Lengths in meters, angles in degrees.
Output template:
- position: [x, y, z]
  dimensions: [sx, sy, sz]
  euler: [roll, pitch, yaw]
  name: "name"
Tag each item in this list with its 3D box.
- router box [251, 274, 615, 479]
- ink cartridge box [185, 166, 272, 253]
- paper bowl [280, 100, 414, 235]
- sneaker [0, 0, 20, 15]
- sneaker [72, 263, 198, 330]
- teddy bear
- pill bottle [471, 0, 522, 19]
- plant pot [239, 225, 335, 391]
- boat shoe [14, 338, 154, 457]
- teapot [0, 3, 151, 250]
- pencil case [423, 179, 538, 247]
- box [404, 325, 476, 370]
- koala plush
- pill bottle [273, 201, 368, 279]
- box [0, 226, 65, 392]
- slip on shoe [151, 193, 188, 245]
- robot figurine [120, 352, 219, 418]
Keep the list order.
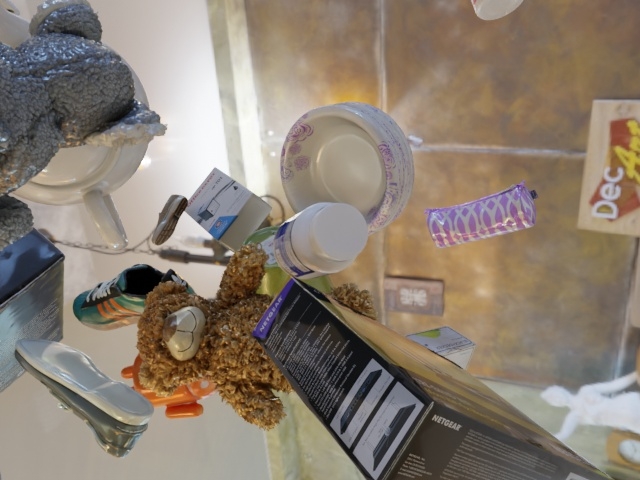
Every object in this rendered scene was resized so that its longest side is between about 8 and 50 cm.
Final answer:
- position: [0.110, 0.168, 0.562]
  dimensions: [0.309, 0.243, 0.081]
  euler: [31, -88, -35]
  name: "router box"
- position: [-0.227, -0.075, 1.340]
  dimensions: [0.139, 0.191, 0.082]
  euler: [-53, -42, -3]
  name: "ink cartridge box"
- position: [0.065, -0.150, 1.185]
  dimensions: [0.148, 0.285, 0.284]
  euler: [-28, -58, -51]
  name: "paper bowl"
- position: [-0.491, -0.238, 0.867]
  dimensions: [0.118, 0.110, 0.291]
  euler: [-28, -56, -38]
  name: "sneaker"
- position: [-0.378, 0.100, 1.095]
  dimensions: [0.108, 0.303, 0.121]
  euler: [-67, -35, -48]
  name: "sneaker"
- position: [-0.083, 0.135, 0.763]
  dimensions: [0.113, 0.338, 0.244]
  euler: [-141, 72, -84]
  name: "teddy bear"
- position: [0.359, -0.587, 1.200]
  dimensions: [0.108, 0.108, 0.193]
  euler: [30, -136, -67]
  name: "pill bottle"
- position: [-0.077, 0.123, 1.198]
  dimensions: [0.274, 0.275, 0.293]
  euler: [-62, -27, -46]
  name: "plant pot"
- position: [-0.444, 0.276, 1.004]
  dimensions: [0.098, 0.320, 0.116]
  euler: [-68, -21, 5]
  name: "boat shoe"
- position: [-0.331, -0.143, 0.708]
  dimensions: [0.256, 0.187, 0.252]
  euler: [20, -77, -28]
  name: "teapot"
- position: [0.309, -0.046, 1.074]
  dimensions: [0.088, 0.206, 0.086]
  euler: [58, -145, -20]
  name: "pencil case"
- position: [0.227, 0.346, 1.258]
  dimensions: [0.169, 0.087, 0.289]
  euler: [-5, -63, -40]
  name: "box"
- position: [-0.269, -0.127, 0.518]
  dimensions: [0.221, 0.203, 0.196]
  euler: [-29, -95, -33]
  name: "koala plush"
- position: [0.000, 0.000, 0.878]
  dimensions: [0.187, 0.112, 0.111]
  euler: [158, 124, -69]
  name: "pill bottle"
- position: [-0.847, 0.075, 1.226]
  dimensions: [0.297, 0.480, 0.471]
  euler: [-48, -3, -37]
  name: "box"
- position: [-0.365, -0.051, 1.318]
  dimensions: [0.135, 0.041, 0.051]
  euler: [-64, -19, -14]
  name: "slip on shoe"
- position: [-0.286, 0.263, 1.123]
  dimensions: [0.158, 0.220, 0.128]
  euler: [-93, -14, -44]
  name: "robot figurine"
